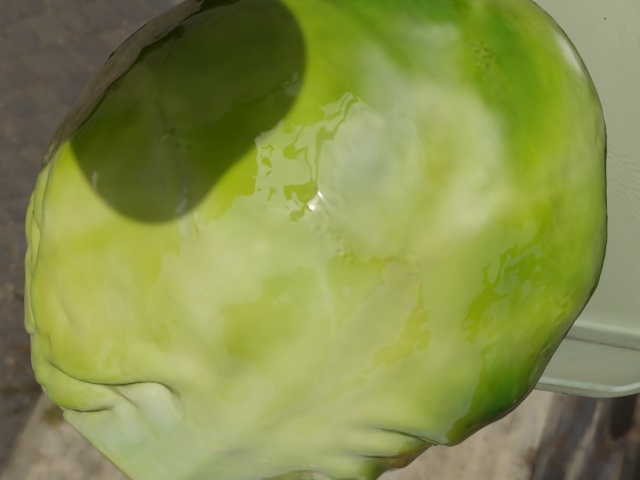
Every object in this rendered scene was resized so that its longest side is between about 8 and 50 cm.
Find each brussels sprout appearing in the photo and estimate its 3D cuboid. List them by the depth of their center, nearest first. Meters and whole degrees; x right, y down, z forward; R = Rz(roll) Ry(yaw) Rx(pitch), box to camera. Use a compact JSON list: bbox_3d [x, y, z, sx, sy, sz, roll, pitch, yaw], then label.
[{"bbox_3d":[0.000,0.000,0.797,0.268,0.344,0.344,49,150,12],"label":"brussels sprout"}]

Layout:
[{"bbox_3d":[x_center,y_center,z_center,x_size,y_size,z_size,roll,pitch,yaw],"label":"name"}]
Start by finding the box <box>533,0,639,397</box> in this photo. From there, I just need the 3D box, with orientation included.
[{"bbox_3d":[0.158,-0.071,1.168,0.352,0.343,0.177,12,155,-41],"label":"box"}]
